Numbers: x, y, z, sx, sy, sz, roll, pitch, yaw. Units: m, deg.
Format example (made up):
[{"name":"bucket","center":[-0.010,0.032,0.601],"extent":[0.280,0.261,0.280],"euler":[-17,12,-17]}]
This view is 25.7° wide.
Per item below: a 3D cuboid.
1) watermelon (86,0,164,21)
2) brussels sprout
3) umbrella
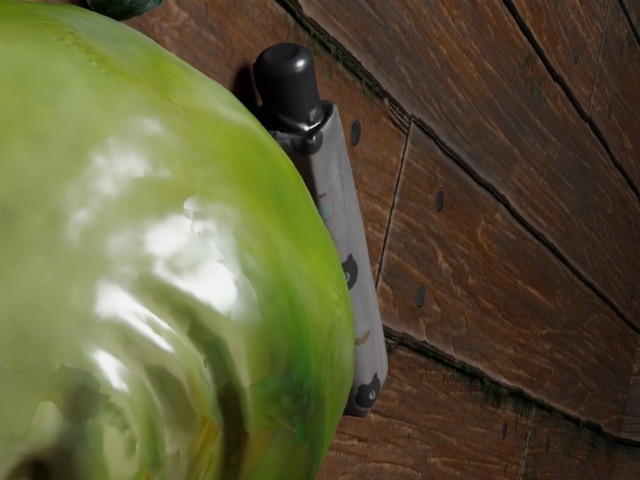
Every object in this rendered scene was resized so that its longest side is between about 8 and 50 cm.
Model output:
[{"name":"watermelon","center":[-0.114,-0.173,0.794],"extent":[0.061,0.085,0.085],"euler":[-118,-167,-52]},{"name":"brussels sprout","center":[-0.132,0.066,0.543],"extent":[0.344,0.268,0.344],"euler":[-43,141,-47]},{"name":"umbrella","center":[0.000,0.000,1.072],"extent":[0.073,0.067,0.337],"euler":[-76,160,-48]}]
